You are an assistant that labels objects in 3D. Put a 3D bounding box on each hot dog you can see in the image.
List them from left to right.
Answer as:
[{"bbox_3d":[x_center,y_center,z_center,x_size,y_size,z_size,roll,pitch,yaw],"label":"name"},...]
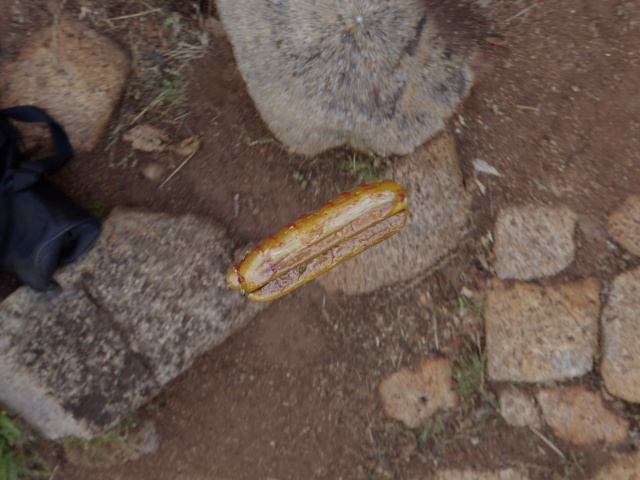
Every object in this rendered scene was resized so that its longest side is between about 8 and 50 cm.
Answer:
[{"bbox_3d":[-0.001,-0.001,0.659,0.144,0.062,0.038,-29,66,-8],"label":"hot dog"}]
